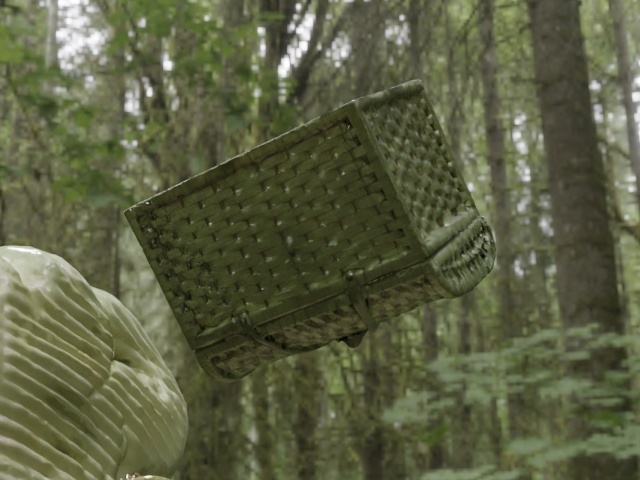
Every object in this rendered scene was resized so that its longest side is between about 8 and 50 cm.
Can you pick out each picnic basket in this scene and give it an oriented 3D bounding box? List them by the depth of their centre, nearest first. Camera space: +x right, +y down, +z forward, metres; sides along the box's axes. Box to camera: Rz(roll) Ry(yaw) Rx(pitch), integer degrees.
[{"bbox_3d":[0.000,0.000,0.749,0.196,0.154,0.134,-22,3,26],"label":"picnic basket"}]

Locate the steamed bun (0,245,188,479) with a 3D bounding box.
[{"bbox_3d":[-0.301,0.193,1.004,0.247,0.352,0.339,-26,-42,20],"label":"steamed bun"}]

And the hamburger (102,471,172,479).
[{"bbox_3d":[-0.175,0.283,0.819,0.130,0.206,0.183,30,25,22],"label":"hamburger"}]
